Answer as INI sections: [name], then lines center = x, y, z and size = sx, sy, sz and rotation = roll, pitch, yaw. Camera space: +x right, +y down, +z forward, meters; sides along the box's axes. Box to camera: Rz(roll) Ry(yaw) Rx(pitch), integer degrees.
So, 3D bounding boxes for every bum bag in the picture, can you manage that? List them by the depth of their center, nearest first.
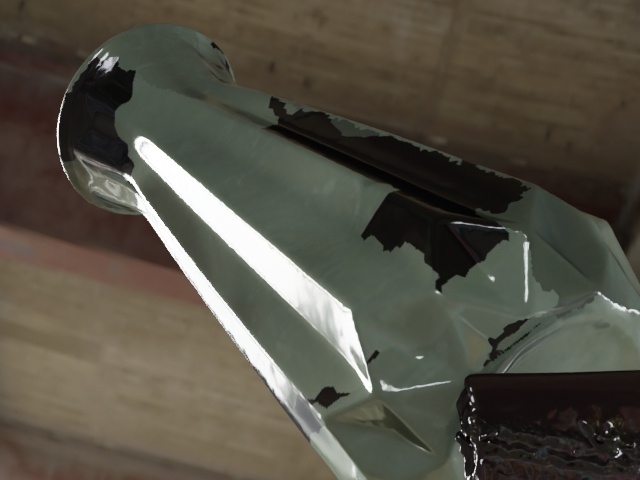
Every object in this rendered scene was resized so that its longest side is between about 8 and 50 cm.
[bum bag]
center = 0.112, 0.123, 0.638
size = 0.109, 0.159, 0.026
rotation = -2, -24, -16

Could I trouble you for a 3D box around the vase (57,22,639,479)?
[vase]
center = 0.000, 0.000, 0.834
size = 0.165, 0.165, 0.360
rotation = 41, -3, -42
